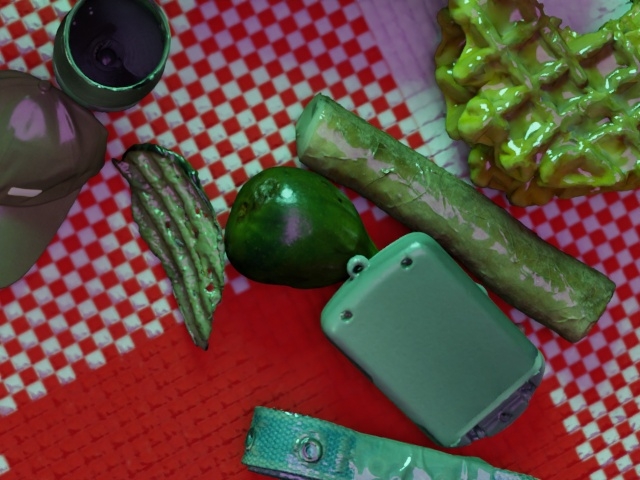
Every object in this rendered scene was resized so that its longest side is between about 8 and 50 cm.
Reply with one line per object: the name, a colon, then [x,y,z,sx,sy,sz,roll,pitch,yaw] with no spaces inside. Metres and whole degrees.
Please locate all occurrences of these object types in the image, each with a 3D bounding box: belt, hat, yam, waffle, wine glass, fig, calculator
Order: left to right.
hat: [-0.294,-0.052,1.426,0.166,0.144,0.173,22,65,-8]
wine glass: [-0.185,-0.167,1.382,0.103,0.231,0.103,-1,93,-10]
fig: [0.000,0.000,1.490,0.177,0.117,0.117,23,88,-20]
belt: [0.073,0.225,1.515,0.302,0.087,0.072,16,76,-11]
calculator: [0.108,0.098,1.502,0.141,0.045,0.246,-43,113,7]
yam: [0.127,-0.019,1.522,0.357,0.081,0.081,32,86,-8]
waffle: [0.272,-0.173,1.505,0.324,0.151,0.261,-13,98,-6]

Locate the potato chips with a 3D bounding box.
potato chips: [-0.129,0.002,1.478,0.092,0.028,0.207,-21,92,35]

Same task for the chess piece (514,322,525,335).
chess piece: [0.159,0.083,1.551,0.092,0.035,0.035,11,90,-14]
